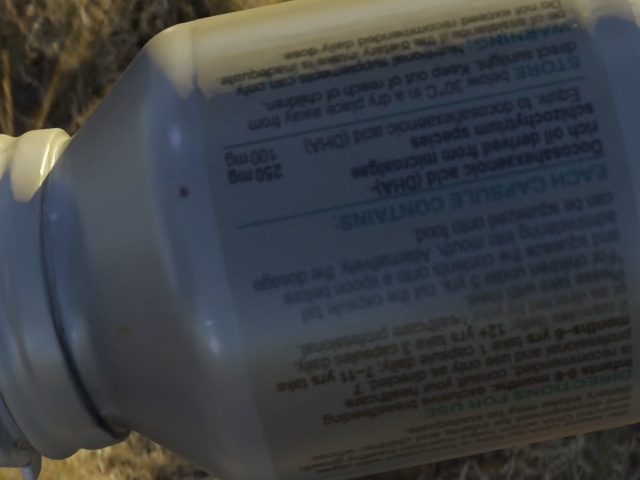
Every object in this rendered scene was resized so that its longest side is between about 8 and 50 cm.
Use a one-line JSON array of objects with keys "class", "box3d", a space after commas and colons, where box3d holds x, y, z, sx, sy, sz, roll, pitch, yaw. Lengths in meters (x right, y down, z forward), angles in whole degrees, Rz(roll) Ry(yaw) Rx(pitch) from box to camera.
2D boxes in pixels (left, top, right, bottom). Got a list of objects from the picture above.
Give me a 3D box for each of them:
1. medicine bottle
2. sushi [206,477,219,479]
[{"class": "medicine bottle", "box3d": [0.000, 0.000, 0.410, 0.215, 0.135, 0.135, -12, 51, 1]}, {"class": "sushi", "box3d": [-0.043, 0.265, 1.172, 0.231, 0.219, 0.047, -21, 45, 39]}]
